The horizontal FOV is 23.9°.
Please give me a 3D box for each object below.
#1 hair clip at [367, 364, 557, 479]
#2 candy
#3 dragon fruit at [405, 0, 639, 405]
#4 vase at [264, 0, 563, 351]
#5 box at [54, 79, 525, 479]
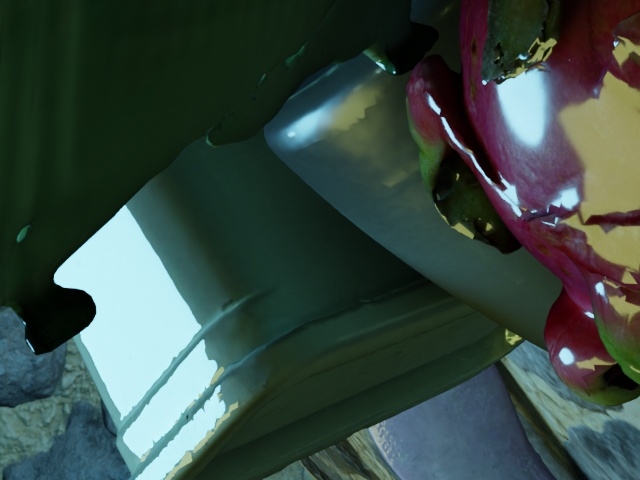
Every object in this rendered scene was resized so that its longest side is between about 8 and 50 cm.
[{"bbox_3d":[0.146,0.190,1.279,0.358,0.095,0.110,45,138,-17],"label":"hair clip"},{"bbox_3d":[-0.049,-0.146,0.425,0.398,0.172,0.263,-74,-13,-65],"label":"candy"},{"bbox_3d":[0.128,-0.074,0.450,0.218,0.198,0.272,-102,11,-50],"label":"dragon fruit"},{"bbox_3d":[0.142,0.003,0.672,0.321,0.173,0.173,45,168,-12],"label":"vase"},{"bbox_3d":[0.000,0.000,0.811,0.182,0.312,0.175,57,133,16],"label":"box"}]
